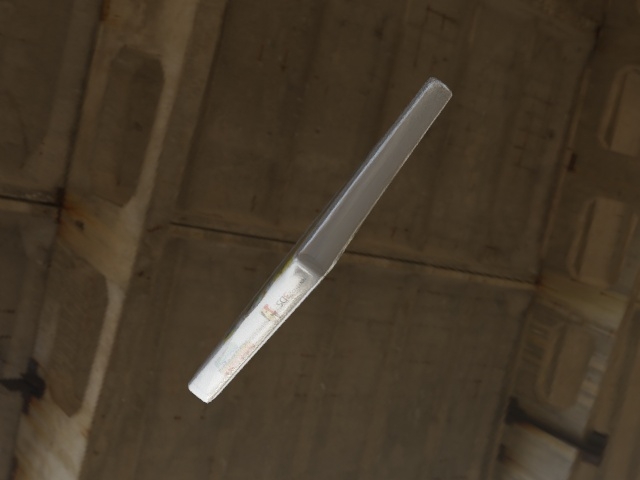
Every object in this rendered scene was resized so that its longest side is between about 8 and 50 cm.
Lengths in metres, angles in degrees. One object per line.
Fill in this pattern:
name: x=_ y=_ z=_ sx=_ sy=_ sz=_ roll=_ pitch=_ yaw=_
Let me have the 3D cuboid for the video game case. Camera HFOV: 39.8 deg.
video game case: x=0.000 y=0.000 z=0.670 sx=0.026 sy=0.206 sz=0.227 roll=39 pitch=-132 yaw=-1
